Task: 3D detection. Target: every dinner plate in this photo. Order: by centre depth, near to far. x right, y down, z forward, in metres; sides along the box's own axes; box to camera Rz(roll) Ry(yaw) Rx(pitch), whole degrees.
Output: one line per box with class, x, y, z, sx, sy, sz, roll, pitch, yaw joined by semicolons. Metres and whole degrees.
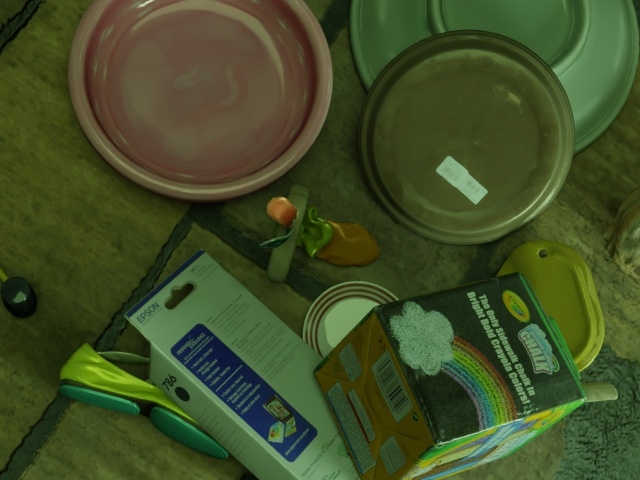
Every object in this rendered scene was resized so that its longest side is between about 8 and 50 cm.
dinner plate;0.047;0.121;1.706;0.141;0.017;0.141;2;76;-7

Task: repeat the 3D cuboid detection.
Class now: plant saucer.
plant saucer;0.186;-0.127;1.711;0.278;0.041;0.277;0;102;1
plant saucer;-0.153;-0.203;1.726;0.332;0.084;0.332;2;75;-7
plant saucer;0.241;-0.293;1.788;0.401;0.100;0.400;2;76;-7

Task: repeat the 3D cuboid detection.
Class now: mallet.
mallet;-0.411;0.012;1.653;0.039;0.062;0.189;-36;83;-15

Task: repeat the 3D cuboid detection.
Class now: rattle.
rattle;0.000;0.000;1.634;0.143;0.199;0.130;32;75;1

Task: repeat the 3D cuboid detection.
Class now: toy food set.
toy food set;0.298;0.110;1.720;0.128;0.071;0.217;-15;76;14

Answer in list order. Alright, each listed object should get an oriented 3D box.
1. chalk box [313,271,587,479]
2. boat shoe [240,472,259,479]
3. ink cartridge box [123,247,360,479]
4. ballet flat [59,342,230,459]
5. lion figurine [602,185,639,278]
chalk box;0.175;0.164;1.598;0.289;0.179;0.180;-10;66;-33
boat shoe;-0.035;0.297;1.637;0.133;0.049;0.042;11;79;-12
ink cartridge box;-0.078;0.172;1.621;0.333;0.065;0.165;44;46;4
ballet flat;-0.201;0.187;1.634;0.231;0.077;0.077;22;62;0
lion figurine;0.569;0.032;1.732;0.392;0.142;0.240;38;82;-1
